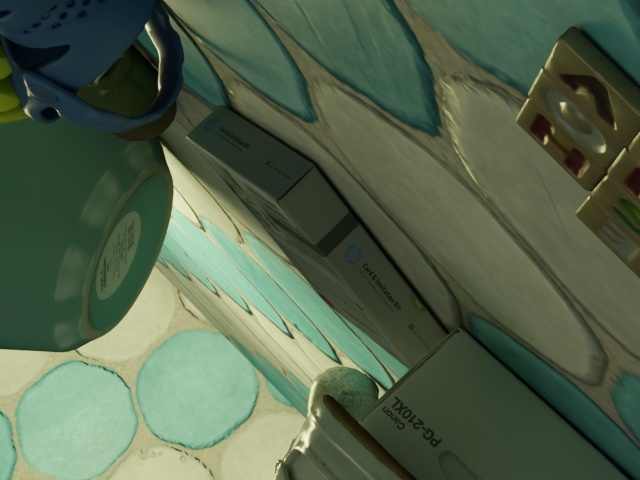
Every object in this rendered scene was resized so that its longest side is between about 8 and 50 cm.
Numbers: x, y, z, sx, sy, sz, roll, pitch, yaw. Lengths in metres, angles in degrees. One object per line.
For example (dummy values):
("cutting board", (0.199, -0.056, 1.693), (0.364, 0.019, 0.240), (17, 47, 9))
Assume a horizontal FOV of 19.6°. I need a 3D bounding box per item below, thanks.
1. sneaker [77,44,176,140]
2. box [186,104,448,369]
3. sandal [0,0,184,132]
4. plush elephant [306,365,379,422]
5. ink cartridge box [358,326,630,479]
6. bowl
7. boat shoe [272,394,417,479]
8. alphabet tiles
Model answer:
("sneaker", (-0.189, -0.151, 1.407), (0.192, 0.064, 0.086), (45, 178, 36))
("box", (0.000, 0.000, 1.270), (0.186, 0.038, 0.145), (52, 171, -33))
("sandal", (-0.159, -0.156, 1.100), (0.138, 0.126, 0.317), (17, 163, 11))
("plush elephant", (0.082, 0.343, 1.894), (0.272, 0.330, 0.255), (30, -178, 41))
("ink cartridge box", (0.137, 0.186, 1.249), (0.172, 0.100, 0.237), (42, 171, 29))
("bowl", (-0.249, -0.019, 1.753), (0.163, 0.311, 0.311), (21, 167, 13))
("boat shoe", (0.008, 0.173, 1.155), (0.098, 0.096, 0.277), (46, 170, 15))
("alphabet tiles", (0.159, 0.027, 0.630), (0.237, 0.009, 0.198), (45, 173, 6))
